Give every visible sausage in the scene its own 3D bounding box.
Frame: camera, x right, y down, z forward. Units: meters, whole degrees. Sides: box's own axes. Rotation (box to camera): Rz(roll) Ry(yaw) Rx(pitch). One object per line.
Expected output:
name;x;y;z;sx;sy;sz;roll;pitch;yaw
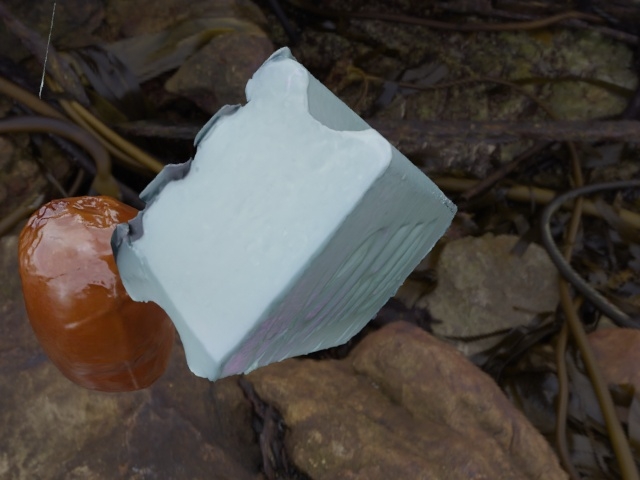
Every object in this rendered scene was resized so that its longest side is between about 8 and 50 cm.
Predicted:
sausage;-0.191;0.059;0.628;0.133;0.258;0.133;3;59;-6

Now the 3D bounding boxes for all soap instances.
soap;0.000;0.000;0.446;0.150;0.261;0.094;-45;74;10

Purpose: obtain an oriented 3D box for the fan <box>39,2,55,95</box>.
fan;-0.198;-0.264;0.554;0.010;0.311;0.182;9;0;-31
